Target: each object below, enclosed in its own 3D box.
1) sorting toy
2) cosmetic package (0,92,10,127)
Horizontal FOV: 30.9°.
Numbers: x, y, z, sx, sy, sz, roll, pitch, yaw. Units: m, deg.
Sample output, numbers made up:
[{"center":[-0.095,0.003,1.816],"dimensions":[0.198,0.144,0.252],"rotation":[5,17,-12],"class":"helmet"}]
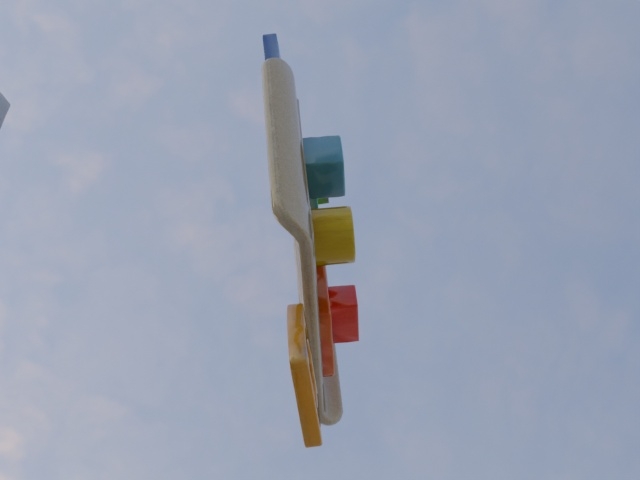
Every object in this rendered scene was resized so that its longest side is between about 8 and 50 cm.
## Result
[{"center":[0.000,0.000,0.787],"dimensions":[0.047,0.347,0.196],"rotation":[-8,-48,2],"class":"sorting toy"},{"center":[-0.364,-0.067,0.853],"dimensions":[0.238,0.107,0.127],"rotation":[-33,-68,6],"class":"cosmetic package"}]
